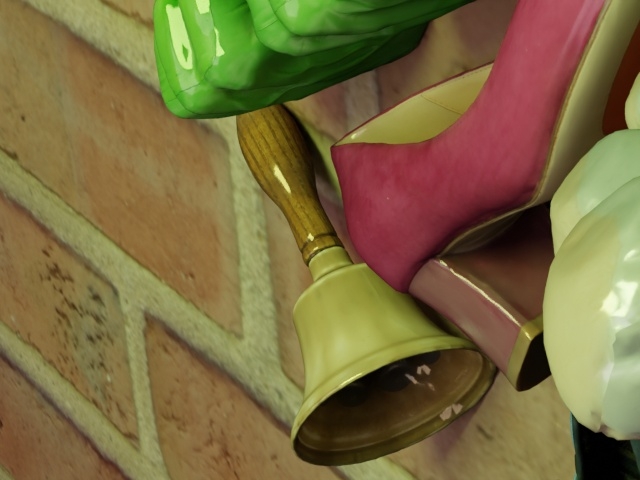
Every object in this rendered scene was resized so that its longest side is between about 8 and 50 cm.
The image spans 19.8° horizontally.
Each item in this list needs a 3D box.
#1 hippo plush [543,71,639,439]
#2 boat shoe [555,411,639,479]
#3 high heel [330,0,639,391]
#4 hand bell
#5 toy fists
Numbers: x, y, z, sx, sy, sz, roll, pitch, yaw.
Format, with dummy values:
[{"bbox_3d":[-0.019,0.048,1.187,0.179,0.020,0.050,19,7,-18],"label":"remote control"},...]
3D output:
[{"bbox_3d":[0.233,0.001,0.599,0.236,0.294,0.234,42,164,-7],"label":"hippo plush"},{"bbox_3d":[0.149,0.128,0.923,0.109,0.089,0.258,21,128,53],"label":"boat shoe"},{"bbox_3d":[0.078,-0.088,0.844,0.181,0.127,0.377,47,147,24],"label":"high heel"},{"bbox_3d":[0.000,0.000,1.101,0.126,0.126,0.242,111,142,-52],"label":"hand bell"},{"bbox_3d":[0.002,-0.133,0.925,0.279,0.142,0.096,-23,91,61],"label":"toy fists"}]
